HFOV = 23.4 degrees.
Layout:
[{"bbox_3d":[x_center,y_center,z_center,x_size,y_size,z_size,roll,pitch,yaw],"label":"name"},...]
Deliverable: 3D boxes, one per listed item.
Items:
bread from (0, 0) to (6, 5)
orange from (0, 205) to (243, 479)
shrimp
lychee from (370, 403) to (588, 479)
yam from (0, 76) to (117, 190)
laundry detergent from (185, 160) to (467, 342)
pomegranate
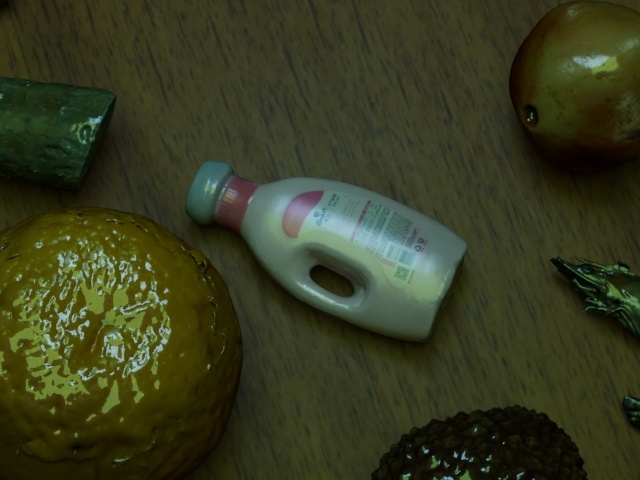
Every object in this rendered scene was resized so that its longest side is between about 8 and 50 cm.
[{"bbox_3d":[-0.519,-0.373,1.939,0.204,0.162,0.262,-36,119,-10],"label":"bread"},{"bbox_3d":[-0.258,0.134,1.720,0.341,0.293,0.340,4,68,-11],"label":"orange"},{"bbox_3d":[0.382,0.132,1.829,0.296,0.058,0.169,28,79,5],"label":"shrimp"},{"bbox_3d":[0.186,0.295,1.699,0.271,0.271,0.271,0,74,1],"label":"lychee"},{"bbox_3d":[-0.409,-0.140,1.887,0.330,0.133,0.133,8,75,8],"label":"yam"},{"bbox_3d":[0.000,0.000,1.857,0.335,0.088,0.159,22,76,8],"label":"laundry detergent"},{"bbox_3d":[0.322,-0.183,1.847,0.209,0.209,0.209,0,74,1],"label":"pomegranate"}]
